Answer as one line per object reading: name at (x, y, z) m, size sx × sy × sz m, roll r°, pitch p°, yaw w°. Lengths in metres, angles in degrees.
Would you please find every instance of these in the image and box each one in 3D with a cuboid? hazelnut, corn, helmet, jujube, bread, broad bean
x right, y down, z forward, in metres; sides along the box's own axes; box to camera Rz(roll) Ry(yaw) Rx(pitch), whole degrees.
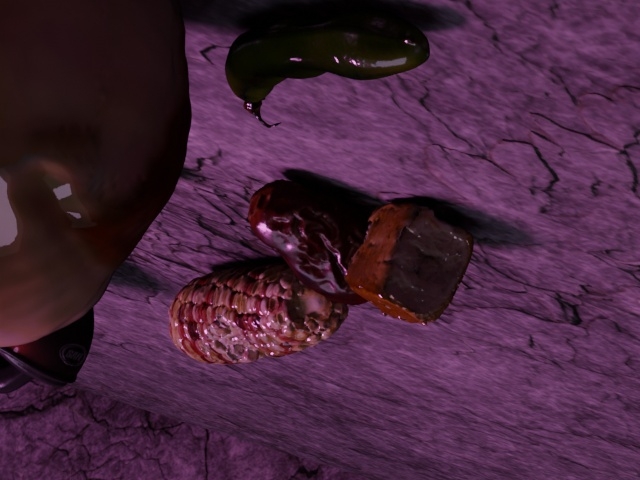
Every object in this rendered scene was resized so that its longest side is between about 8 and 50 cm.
hazelnut at (-0.203, -0.073, 1.053) m, size 0.261 × 0.261 × 0.241 m, roll 27°, pitch -160°, yaw -27°
corn at (-0.062, 0.072, 1.735) m, size 0.098 × 0.098 × 0.290 m, roll 26°, pitch 165°, yaw -23°
helmet at (-0.354, 0.083, 1.996) m, size 0.216 × 0.193 × 0.189 m, roll 29°, pitch 179°, yaw 23°
jujube at (0.000, 0.000, 1.398) m, size 0.129 × 0.077 × 0.077 m, roll 33°, pitch 163°, yaw -22°
bread at (0.071, 0.019, 1.343) m, size 0.076 × 0.083 × 0.070 m, roll 30°, pitch 173°, yaw -25°
broad bean at (-0.009, -0.106, 1.055) m, size 0.069 × 0.039 × 0.227 m, roll 31°, pitch 165°, yaw -18°
